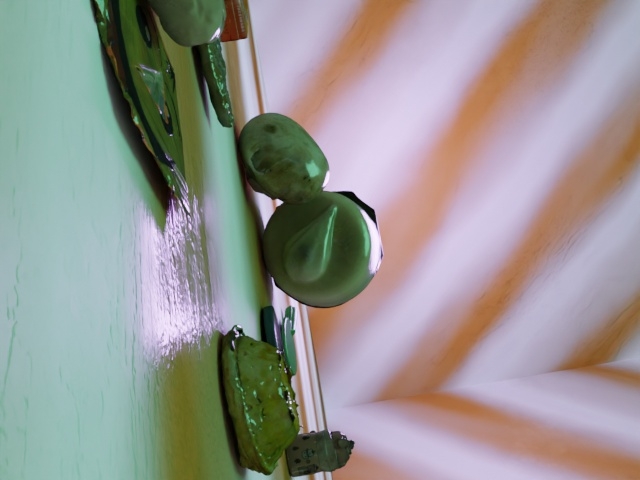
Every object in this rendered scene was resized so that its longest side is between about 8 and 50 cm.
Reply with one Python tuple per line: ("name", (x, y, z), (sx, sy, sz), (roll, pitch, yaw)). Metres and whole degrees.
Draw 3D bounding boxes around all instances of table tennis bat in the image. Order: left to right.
("table tennis bat", (-0.090, 0.275, 1.408), (0.329, 0.044, 0.215), (-102, -177, -58))
("table tennis bat", (-0.088, 0.273, 1.895), (0.257, 0.039, 0.160), (-89, 170, -59))

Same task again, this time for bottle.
("bottle", (0.003, 0.469, 1.482), (0.099, 0.152, 0.099), (170, -90, -89))

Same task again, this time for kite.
("kite", (-0.186, -0.192, 0.728), (0.327, 0.013, 0.377), (-100, 178, -79))

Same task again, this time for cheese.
("cheese", (-0.168, -0.350, 0.740), (0.263, 0.093, 0.159), (78, 0, -45))

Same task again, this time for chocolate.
("chocolate", (0.000, 0.000, 1.719), (0.297, 0.314, 0.326), (68, 14, -73))

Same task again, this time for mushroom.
("mushroom", (-0.094, -0.189, 1.576), (0.255, 0.184, 0.255), (36, 37, -34))

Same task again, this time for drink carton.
("drink carton", (-0.212, -0.555, 1.571), (0.223, 0.071, 0.096), (-99, -179, -53))

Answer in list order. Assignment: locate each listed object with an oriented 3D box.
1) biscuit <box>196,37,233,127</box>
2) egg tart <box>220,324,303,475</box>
("biscuit", (-0.196, -0.347, 1.154), (0.141, 0.038, 0.290), (77, 1, -67))
("egg tart", (-0.080, 0.219, 0.931), (0.212, 0.090, 0.212), (167, -90, -88))
